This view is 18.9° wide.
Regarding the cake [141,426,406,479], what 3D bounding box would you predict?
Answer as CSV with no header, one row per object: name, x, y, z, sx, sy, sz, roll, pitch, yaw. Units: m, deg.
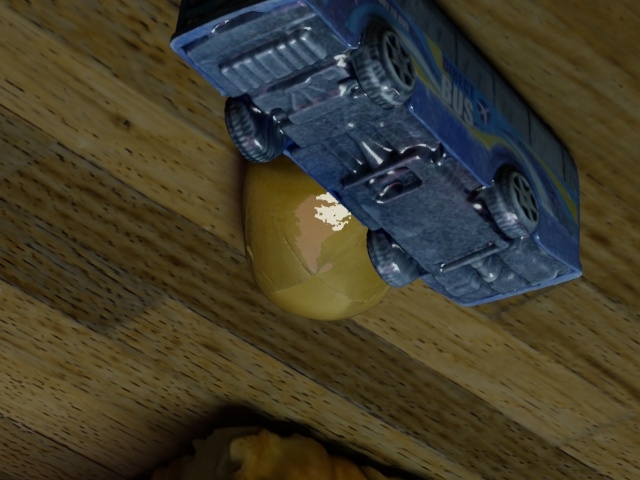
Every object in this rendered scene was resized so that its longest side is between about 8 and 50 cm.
cake,-0.034,0.314,1.209,0.314,0.293,0.307,32,136,-21

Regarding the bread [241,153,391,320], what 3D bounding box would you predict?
bread,0.000,0.000,0.957,0.082,0.056,0.115,6,145,0

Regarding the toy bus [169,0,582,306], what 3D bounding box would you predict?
toy bus,0.030,-0.055,0.844,0.079,0.094,0.236,-22,137,26
